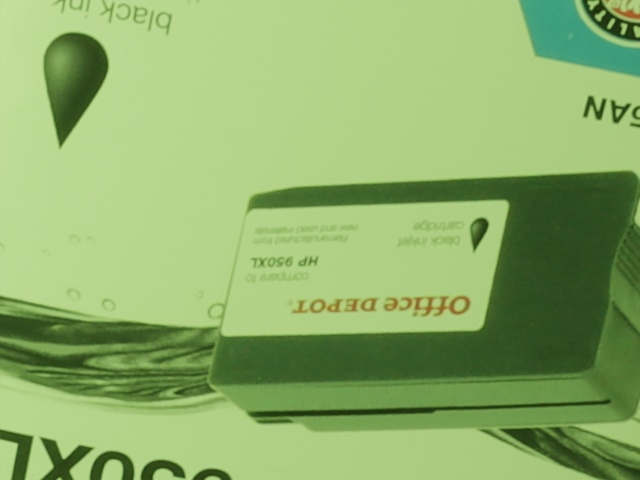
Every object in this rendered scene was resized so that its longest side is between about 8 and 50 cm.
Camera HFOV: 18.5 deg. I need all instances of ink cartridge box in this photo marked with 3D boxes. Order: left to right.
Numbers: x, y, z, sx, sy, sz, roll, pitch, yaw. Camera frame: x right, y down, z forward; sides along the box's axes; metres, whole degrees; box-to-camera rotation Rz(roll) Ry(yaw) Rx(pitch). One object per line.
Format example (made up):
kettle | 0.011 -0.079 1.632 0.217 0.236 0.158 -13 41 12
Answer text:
ink cartridge box | 0.000 0.000 0.782 0.285 0.166 0.395 10 107 -8
